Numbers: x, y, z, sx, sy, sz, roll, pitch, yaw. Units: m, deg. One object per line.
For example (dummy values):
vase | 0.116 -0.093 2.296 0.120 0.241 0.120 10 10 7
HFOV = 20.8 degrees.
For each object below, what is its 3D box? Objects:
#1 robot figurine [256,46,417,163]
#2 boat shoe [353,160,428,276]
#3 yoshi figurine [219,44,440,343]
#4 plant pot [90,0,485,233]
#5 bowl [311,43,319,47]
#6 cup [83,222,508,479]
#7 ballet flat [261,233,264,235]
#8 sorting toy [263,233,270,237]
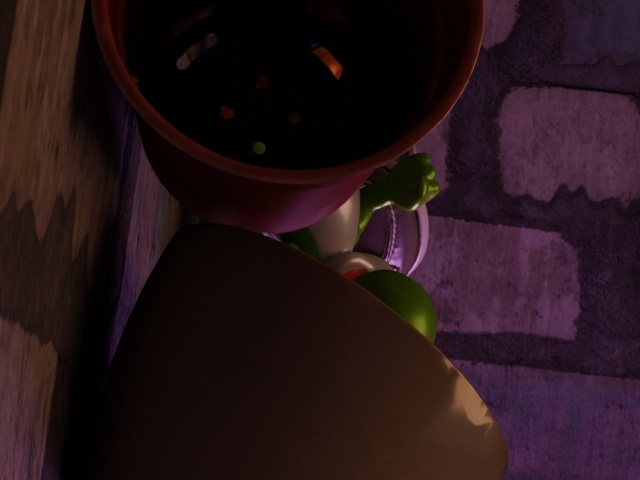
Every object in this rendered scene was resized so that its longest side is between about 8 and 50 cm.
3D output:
robot figurine | 0.002 -0.123 1.991 0.278 0.209 0.173 45 52 -54
boat shoe | 0.033 0.027 1.940 0.097 0.116 0.324 -38 163 -30
yoshi figurine | 0.020 -0.005 1.736 0.203 0.204 0.362 -51 120 -71
plant pot | -0.037 -0.134 1.321 0.265 0.272 0.272 115 -16 -73
bowl | 0.036 -0.384 1.819 0.391 0.077 0.391 12 90 -76
cup | -0.052 0.183 1.379 0.237 0.331 0.331 -54 164 -22
ballet flat | -0.099 -0.009 2.001 0.188 0.070 0.070 78 18 -66
sorting toy | -0.066 -0.079 2.228 0.126 0.127 0.365 -118 -155 -51
